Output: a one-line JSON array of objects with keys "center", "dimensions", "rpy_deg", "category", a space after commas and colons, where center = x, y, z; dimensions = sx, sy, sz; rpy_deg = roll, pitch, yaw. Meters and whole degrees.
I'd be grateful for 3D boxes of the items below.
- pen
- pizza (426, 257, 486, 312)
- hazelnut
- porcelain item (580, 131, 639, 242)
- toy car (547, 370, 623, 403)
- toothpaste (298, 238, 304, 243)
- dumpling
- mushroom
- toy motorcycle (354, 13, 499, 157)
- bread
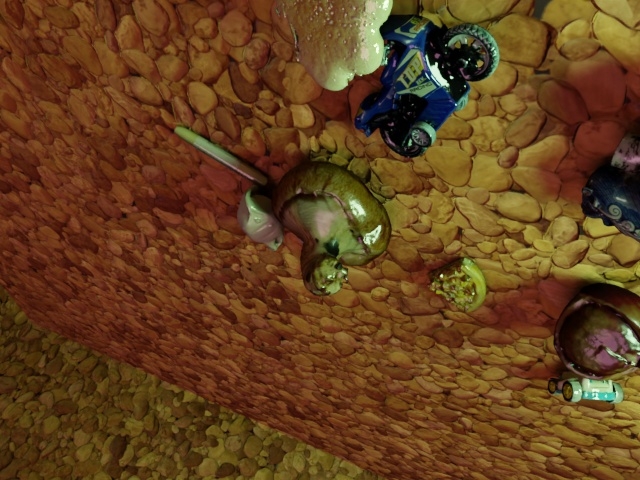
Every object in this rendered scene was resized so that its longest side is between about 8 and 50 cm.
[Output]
[{"center": [-0.219, -0.186, 1.248], "dimensions": [0.234, 0.032, 0.040], "rpy_deg": [31, 170, -2], "category": "pen"}, {"center": [0.299, 0.104, 1.247], "dimensions": [0.134, 0.046, 0.175], "rpy_deg": [2, 139, 33], "category": "pizza"}, {"center": [0.537, 0.170, 1.066], "dimensions": [0.170, 0.160, 0.201], "rpy_deg": [12, 149, 25], "category": "hazelnut"}, {"center": [0.484, -0.102, 0.787], "dimensions": [0.186, 0.138, 0.288], "rpy_deg": [30, 155, 29], "category": "porcelain item"}, {"center": [0.602, 0.316, 1.299], "dimensions": [0.126, 0.098, 0.161], "rpy_deg": [5, 177, -6], "category": "toy car"}, {"center": [-0.040, -0.012, 1.351], "dimensions": [0.048, 0.031, 0.190], "rpy_deg": [-8, 130, 46], "category": "toothpaste"}, {"center": [-0.136, -0.068, 1.272], "dimensions": [0.100, 0.134, 0.169], "rpy_deg": [-32, 139, 22], "category": "dumpling"}, {"center": [0.004, -0.035, 1.152], "dimensions": [0.267, 0.255, 0.267], "rpy_deg": [25, 128, 36], "category": "mushroom"}, {"center": [0.139, -0.237, 0.860], "dimensions": [0.169, 0.113, 0.315], "rpy_deg": [40, 154, 1], "category": "toy motorcycle"}, {"center": [0.008, -0.345, 0.785], "dimensions": [0.182, 0.039, 0.250], "rpy_deg": [-13, 104, 50], "category": "bread"}]
